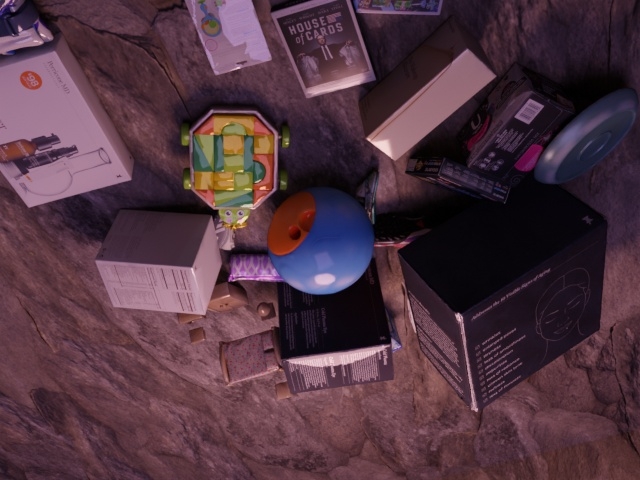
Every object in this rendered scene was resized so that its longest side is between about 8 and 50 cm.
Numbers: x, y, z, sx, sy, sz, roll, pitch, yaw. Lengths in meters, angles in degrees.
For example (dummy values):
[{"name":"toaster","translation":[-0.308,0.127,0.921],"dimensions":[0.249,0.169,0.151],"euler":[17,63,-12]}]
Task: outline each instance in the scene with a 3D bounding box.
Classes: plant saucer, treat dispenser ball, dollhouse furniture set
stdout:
[{"name":"plant saucer","translation":[0.681,-0.248,1.729],"dimensions":[0.317,0.044,0.318],"euler":[-28,155,-15]},{"name":"treat dispenser ball","translation":[0.000,0.000,1.823],"dimensions":[0.288,0.288,0.288],"euler":[-4,135,-4]},{"name":"dollhouse furniture set","translation":[-0.279,0.323,2.036],"dimensions":[0.303,0.356,0.174],"euler":[-18,162,12]}]

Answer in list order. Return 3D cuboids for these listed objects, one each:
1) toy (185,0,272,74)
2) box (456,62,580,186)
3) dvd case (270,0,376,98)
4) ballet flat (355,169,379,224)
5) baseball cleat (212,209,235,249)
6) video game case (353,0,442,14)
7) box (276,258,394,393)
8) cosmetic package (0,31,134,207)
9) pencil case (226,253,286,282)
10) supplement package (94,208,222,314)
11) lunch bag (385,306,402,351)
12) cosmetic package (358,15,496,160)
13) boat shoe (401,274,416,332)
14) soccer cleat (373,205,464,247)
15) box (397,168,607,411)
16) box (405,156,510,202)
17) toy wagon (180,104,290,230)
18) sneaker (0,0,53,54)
[{"name":"toy","translation":[-0.205,-0.490,1.478],"dimensions":[0.136,0.056,0.237],"euler":[-12,130,10]},{"name":"box","translation":[0.484,-0.286,1.705],"dimensions":[0.163,0.142,0.247],"euler":[19,128,-22]},{"name":"dvd case","translation":[0.011,-0.444,1.553],"dimensions":[0.179,0.030,0.239],"euler":[-12,136,15]},{"name":"ballet flat","translation":[0.125,-0.116,1.887],"dimensions":[0.070,0.070,0.188],"euler":[-3,131,-5]},{"name":"baseball cleat","translation":[-0.287,-0.050,1.894],"dimensions":[0.109,0.072,0.206],"euler":[3,131,-1]},{"name":"video game case","translation":[0.175,-0.575,1.465],"dimensions":[0.201,0.023,0.183],"euler":[-1,134,-8]},{"name":"box","translation":[0.040,0.251,2.039],"dimensions":[0.312,0.343,0.179],"euler":[-8,134,2]},{"name":"cosmetic package","translation":[-0.653,-0.271,1.615],"dimensions":[0.284,0.097,0.377],"euler":[-16,134,5]},{"name":"pencil case","translation":[-0.175,0.085,2.029],"dimensions":[0.206,0.088,0.086],"euler":[0,128,-8]},{"name":"supplement package","translation":[-0.429,0.057,1.854],"dimensions":[0.262,0.199,0.198],"euler":[4,136,8]},{"name":"lunch bag","translation":[0.192,0.284,2.241],"dimensions":[0.096,0.129,0.151],"euler":[-33,128,17]},{"name":"cosmetic package","translation":[0.240,-0.351,1.599],"dimensions":[0.113,0.160,0.309],"euler":[31,123,-31]},{"name":"boat shoe","translation":[0.327,0.193,2.148],"dimensions":[0.135,0.157,0.367],"euler":[-6,135,-1]},{"name":"soccer cleat","translation":[0.263,-0.016,1.975],"dimensions":[0.318,0.109,0.116],"euler":[-10,139,-1]},{"name":"box","translation":[0.518,0.145,1.925],"dimensions":[0.479,0.297,0.472],"euler":[-30,137,-11]},{"name":"box","translation":[0.358,-0.161,1.798],"dimensions":[0.220,0.175,0.051],"euler":[19,90,-23]},{"name":"toy wagon","translation":[-0.215,-0.172,1.740],"dimensions":[0.267,0.068,0.345],"euler":[0,118,-7]},{"name":"sneaker","translation":[-0.613,-0.512,1.371],"dimensions":[0.322,0.130,0.236],"euler":[-36,138,20]}]
